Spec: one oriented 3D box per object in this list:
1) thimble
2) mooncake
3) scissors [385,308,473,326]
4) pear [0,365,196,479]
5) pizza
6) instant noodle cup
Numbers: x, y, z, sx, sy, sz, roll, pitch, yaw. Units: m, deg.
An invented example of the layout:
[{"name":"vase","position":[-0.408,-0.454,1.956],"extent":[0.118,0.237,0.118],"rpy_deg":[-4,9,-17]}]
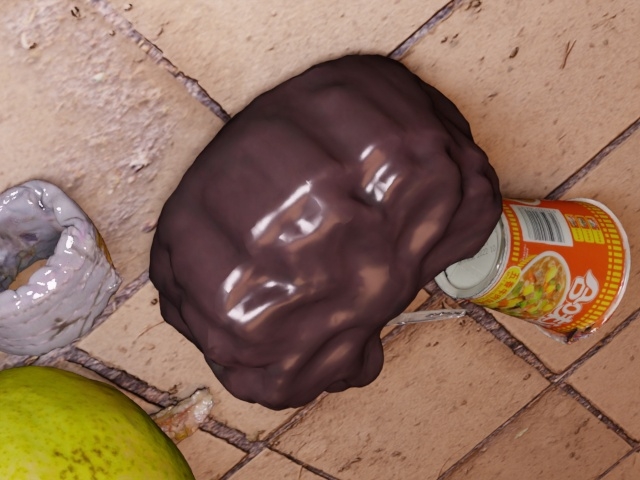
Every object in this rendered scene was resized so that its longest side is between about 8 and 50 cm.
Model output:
[{"name":"thimble","position":[-0.277,0.029,1.591],"extent":[0.151,0.127,0.118],"rpy_deg":[-38,151,-7]},{"name":"mooncake","position":[0.000,0.000,1.736],"extent":[0.350,0.212,0.381],"rpy_deg":[6,123,-48]},{"name":"scissors","position":[0.042,0.103,2.027],"extent":[0.300,0.022,0.109],"rpy_deg":[-5,141,-10]},{"name":"pear","position":[-0.291,0.332,1.759],"extent":[0.391,0.391,0.391],"rpy_deg":[-26,148,-18]},{"name":"pizza","position":[-0.204,0.253,2.048],"extent":[0.195,0.052,0.185],"rpy_deg":[-39,153,4]},{"name":"instant noodle cup","position":[0.252,0.025,2.091],"extent":[0.212,0.193,0.193],"rpy_deg":[10,126,-42]}]
